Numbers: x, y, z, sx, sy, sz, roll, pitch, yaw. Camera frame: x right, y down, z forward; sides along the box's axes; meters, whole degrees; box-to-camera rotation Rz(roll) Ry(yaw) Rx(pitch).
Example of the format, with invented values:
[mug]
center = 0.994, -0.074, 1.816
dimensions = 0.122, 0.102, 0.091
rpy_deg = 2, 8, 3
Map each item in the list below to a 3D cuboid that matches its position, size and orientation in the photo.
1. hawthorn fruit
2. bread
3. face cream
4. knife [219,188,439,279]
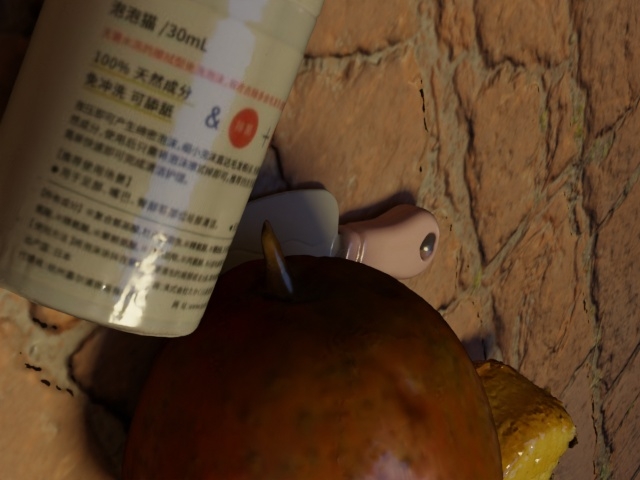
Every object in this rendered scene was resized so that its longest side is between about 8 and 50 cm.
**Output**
[hawthorn fruit]
center = -0.006, 0.123, 0.772
dimensions = 0.277, 0.277, 0.298
rpy_deg = -27, 116, -44
[bread]
center = 0.162, 0.270, 1.210
dimensions = 0.147, 0.160, 0.260
rpy_deg = 7, 112, -50
[face cream]
center = -0.071, -0.142, 0.597
dimensions = 0.145, 0.145, 0.369
rpy_deg = 14, 98, -58
[knife]
center = 0.001, -0.003, 0.895
dimensions = 0.336, 0.043, 0.081
rpy_deg = -1, 108, -53
